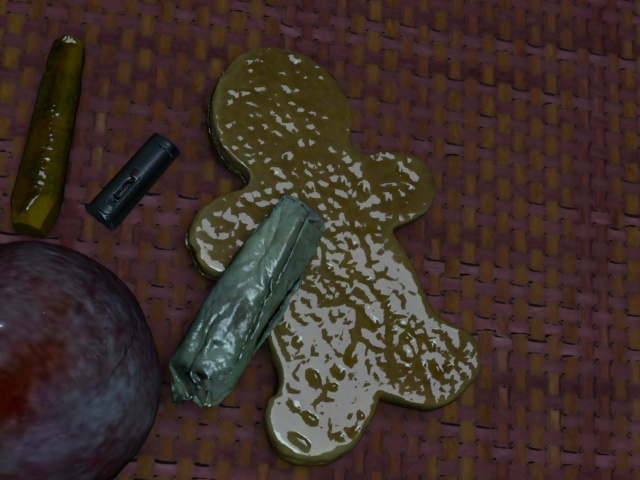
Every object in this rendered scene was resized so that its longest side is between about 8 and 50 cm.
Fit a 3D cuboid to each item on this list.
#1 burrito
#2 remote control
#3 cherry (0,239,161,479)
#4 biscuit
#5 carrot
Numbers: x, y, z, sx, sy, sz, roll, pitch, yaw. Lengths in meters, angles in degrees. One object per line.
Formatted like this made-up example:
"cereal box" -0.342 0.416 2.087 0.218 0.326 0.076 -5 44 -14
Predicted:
"burrito" -0.056 0.048 0.892 0.058 0.045 0.188 26 71 22
"remote control" -0.153 -0.051 0.960 0.034 0.016 0.091 37 69 4
"cherry" -0.199 0.092 0.788 0.175 0.250 0.192 34 68 7
"biscuit" 0.000 0.000 0.965 0.216 0.047 0.340 -21 80 -19
"carrot" -0.218 -0.087 0.944 0.042 0.042 0.171 11 69 -10
